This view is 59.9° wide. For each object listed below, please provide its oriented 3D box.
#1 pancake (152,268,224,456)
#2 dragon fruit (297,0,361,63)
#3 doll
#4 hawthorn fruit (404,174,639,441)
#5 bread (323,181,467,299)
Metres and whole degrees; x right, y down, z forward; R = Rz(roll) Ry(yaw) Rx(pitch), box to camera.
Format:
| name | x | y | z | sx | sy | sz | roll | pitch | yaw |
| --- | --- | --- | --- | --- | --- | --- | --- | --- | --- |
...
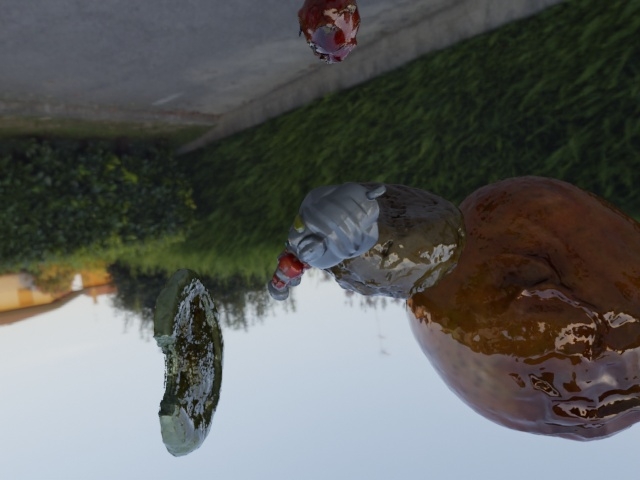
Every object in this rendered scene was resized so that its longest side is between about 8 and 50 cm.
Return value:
| name | x | y | z | sx | sy | sz | roll | pitch | yaw |
| --- | --- | --- | --- | --- | --- | --- | --- | --- | --- |
| pancake | -0.173 | 0.157 | 0.750 | 0.037 | 0.253 | 0.253 | -5 | -175 | 5 |
| dragon fruit | 0.032 | -0.482 | 1.111 | 0.125 | 0.246 | 0.125 | 0 | -145 | -34 |
| doll | 0.000 | 0.000 | 0.547 | 0.180 | 0.079 | 0.094 | -46 | -179 | 38 |
| hawthorn fruit | 0.394 | 0.120 | 0.979 | 0.473 | 0.471 | 0.472 | -7 | -176 | 1 |
| bread | 0.085 | -0.001 | 0.771 | 0.230 | 0.122 | 0.230 | 4 | -155 | -2 |
